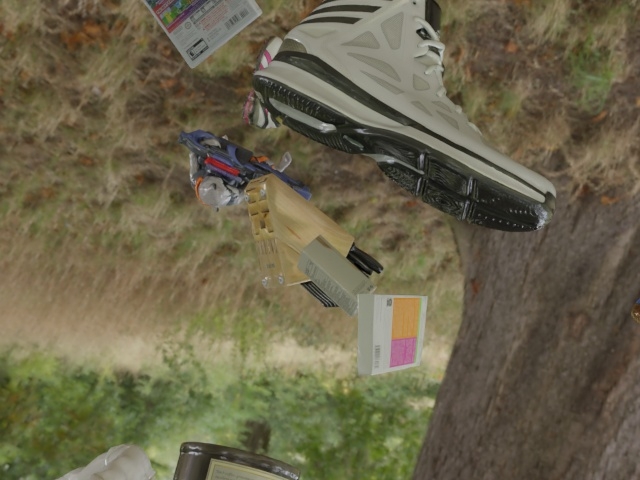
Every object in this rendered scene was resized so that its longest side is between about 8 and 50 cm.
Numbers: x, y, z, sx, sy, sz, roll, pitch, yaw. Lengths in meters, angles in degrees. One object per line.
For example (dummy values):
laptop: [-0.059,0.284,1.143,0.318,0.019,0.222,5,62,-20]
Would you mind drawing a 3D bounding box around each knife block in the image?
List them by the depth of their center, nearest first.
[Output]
knife block: [0.000,0.000,1.465,0.242,0.276,0.088,-13,-178,-33]

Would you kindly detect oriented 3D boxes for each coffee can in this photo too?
coffee can: [-0.158,0.477,1.215,0.201,0.276,0.202,11,156,5]

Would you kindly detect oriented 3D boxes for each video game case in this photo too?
video game case: [-0.233,-0.456,1.482,0.201,0.023,0.183,-27,104,36]

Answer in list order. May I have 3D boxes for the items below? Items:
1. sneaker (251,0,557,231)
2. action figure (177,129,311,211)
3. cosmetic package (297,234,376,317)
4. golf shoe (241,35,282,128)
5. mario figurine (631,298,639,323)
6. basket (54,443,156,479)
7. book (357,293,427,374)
sneaker: [0.152,-0.209,1.056,0.447,0.258,0.169,30,167,13]
action figure: [-0.184,-0.144,1.895,0.341,0.330,0.179,29,117,6]
cosmetic package: [0.023,0.052,1.126,0.115,0.041,0.060,43,154,12]
golf shoe: [-0.096,-0.314,1.553,0.085,0.186,0.067,14,180,5]
mario figurine: [0.803,0.067,1.648,0.198,0.321,0.170,6,-152,-38]
basket: [-0.285,0.399,0.669,0.267,0.331,0.328,60,-167,0]
book: [0.091,0.116,0.977,0.035,0.096,0.144,-1,175,30]
